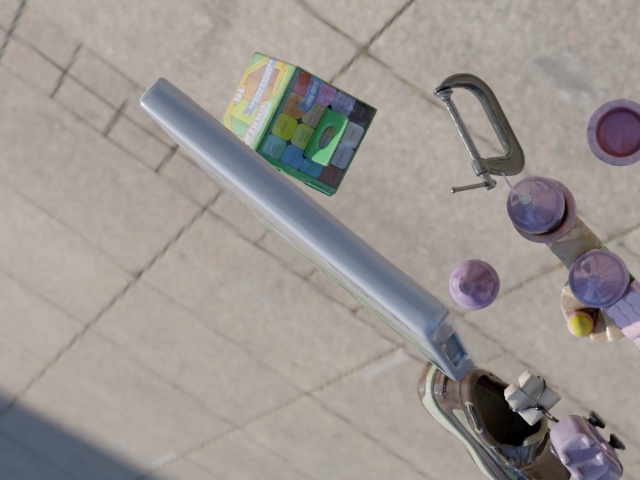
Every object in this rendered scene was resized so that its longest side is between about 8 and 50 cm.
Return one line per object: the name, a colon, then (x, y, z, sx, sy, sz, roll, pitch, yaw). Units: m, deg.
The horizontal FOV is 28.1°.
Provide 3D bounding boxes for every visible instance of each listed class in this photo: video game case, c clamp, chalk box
video game case: (0.000, 0.000, 1.193, 0.329, 0.036, 0.300, 39, 177, 17)
c clamp: (0.176, -0.126, 1.455, 0.137, 0.160, 0.022, -2, 152, -38)
chalk box: (-0.028, -0.149, 1.660, 0.132, 0.132, 0.213, 26, -178, -25)

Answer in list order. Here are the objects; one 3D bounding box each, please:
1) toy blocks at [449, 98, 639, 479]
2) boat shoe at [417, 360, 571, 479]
toy blocks: (0.272, 0.060, 1.227, 0.288, 0.309, 0.260, 49, -169, 10)
boat shoe: (0.220, 0.224, 1.463, 0.257, 0.095, 0.095, 38, 155, -32)
